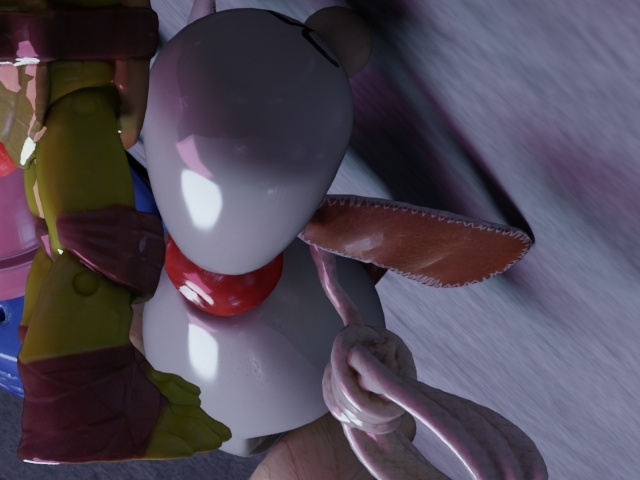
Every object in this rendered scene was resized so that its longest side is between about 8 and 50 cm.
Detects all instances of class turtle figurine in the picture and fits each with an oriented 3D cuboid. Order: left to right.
[{"bbox_3d":[-0.067,-0.050,0.522,0.269,0.087,0.217,-174,80,-66],"label":"turtle figurine"}]

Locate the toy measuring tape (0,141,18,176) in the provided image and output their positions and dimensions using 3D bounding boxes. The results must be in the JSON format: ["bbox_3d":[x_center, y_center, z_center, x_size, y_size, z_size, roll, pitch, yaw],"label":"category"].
[{"bbox_3d":[-0.146,-0.107,0.950,0.121,0.121,0.330,42,162,7],"label":"toy measuring tape"}]

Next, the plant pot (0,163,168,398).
[{"bbox_3d":[-0.214,0.043,1.642,0.212,0.236,0.236,33,170,19],"label":"plant pot"}]

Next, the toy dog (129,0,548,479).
[{"bbox_3d":[0.000,0.000,0.769,0.220,0.161,0.334,47,157,-5],"label":"toy dog"}]

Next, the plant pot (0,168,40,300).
[{"bbox_3d":[-0.253,-0.080,1.359,0.201,0.201,0.180,41,156,15],"label":"plant pot"}]
